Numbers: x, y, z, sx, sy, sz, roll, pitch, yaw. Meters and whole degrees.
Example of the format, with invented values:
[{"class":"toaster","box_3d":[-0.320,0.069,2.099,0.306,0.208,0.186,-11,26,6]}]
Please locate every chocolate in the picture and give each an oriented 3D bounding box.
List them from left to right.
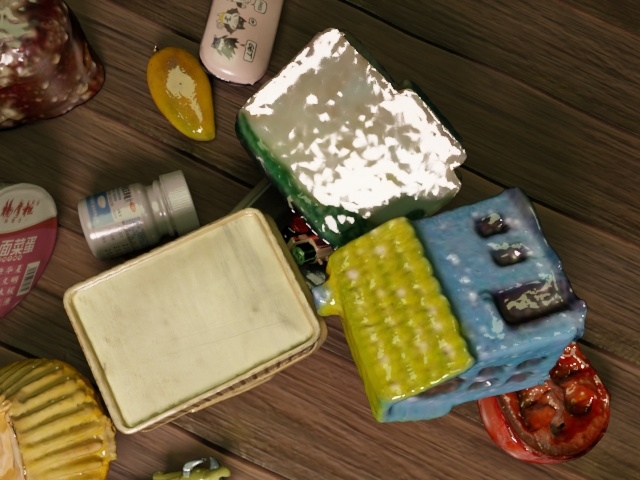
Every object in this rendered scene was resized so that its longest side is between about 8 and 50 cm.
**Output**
[{"class":"chocolate","box_3d":[-0.530,-0.311,1.118,0.340,0.210,0.225,-6,76,-7]}]

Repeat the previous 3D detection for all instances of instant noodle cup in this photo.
[{"class":"instant noodle cup","box_3d":[-0.525,-0.009,1.028,0.179,0.235,0.234,26,73,12]}]

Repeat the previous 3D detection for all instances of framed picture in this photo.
[{"class":"framed picture","box_3d":[-0.001,-0.019,1.182,0.260,0.023,0.189,40,71,7]}]

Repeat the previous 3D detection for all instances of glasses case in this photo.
[{"class":"glasses case","box_3d":[-0.129,-0.408,1.247,0.122,0.075,0.314,17,67,-17]}]

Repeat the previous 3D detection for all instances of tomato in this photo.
[{"class":"tomato","box_3d":[0.324,0.241,1.094,0.228,0.101,0.227,10,57,-16]}]

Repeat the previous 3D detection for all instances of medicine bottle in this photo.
[{"class":"medicine bottle","box_3d":[-0.280,-0.039,1.115,0.168,0.105,0.105,-18,76,-10]}]

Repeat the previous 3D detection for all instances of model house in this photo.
[{"class":"model house","box_3d":[0.063,-0.161,1.113,0.243,0.284,0.298,-40,97,20]},{"class":"model house","box_3d":[0.154,0.096,0.968,0.303,0.215,0.237,-16,61,-8]}]

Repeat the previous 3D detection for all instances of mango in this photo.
[{"class":"mango","box_3d":[-0.232,-0.250,1.208,0.101,0.066,0.187,-23,85,-11]}]

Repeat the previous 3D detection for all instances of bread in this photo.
[{"class":"bread","box_3d":[-0.388,0.272,0.956,0.139,0.240,0.240,-10,69,-54]}]

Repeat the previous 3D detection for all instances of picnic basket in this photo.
[{"class":"picnic basket","box_3d":[-0.170,0.119,1.045,0.313,0.175,0.228,-25,79,-8]}]

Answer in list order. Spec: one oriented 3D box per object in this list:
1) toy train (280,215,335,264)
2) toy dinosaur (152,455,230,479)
[{"class":"toy train","box_3d":[0.000,0.000,1.116,0.138,0.050,0.087,-14,63,-35]},{"class":"toy dinosaur","box_3d":[-0.248,0.395,1.001,0.259,0.094,0.153,-8,74,0]}]
